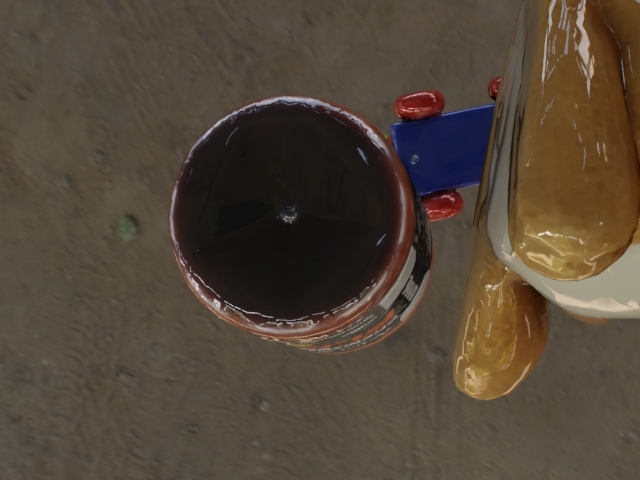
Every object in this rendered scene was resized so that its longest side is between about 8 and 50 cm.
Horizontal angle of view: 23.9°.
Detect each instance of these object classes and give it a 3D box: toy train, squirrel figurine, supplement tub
[{"bbox_3d":[0.067,-0.069,1.268,0.248,0.143,0.105,-13,95,-20],"label":"toy train"},{"bbox_3d":[0.281,-0.072,0.772,0.370,0.281,0.397,10,65,3],"label":"squirrel figurine"},{"bbox_3d":[0.000,0.000,0.710,0.106,0.198,0.106,-1,83,9],"label":"supplement tub"}]
